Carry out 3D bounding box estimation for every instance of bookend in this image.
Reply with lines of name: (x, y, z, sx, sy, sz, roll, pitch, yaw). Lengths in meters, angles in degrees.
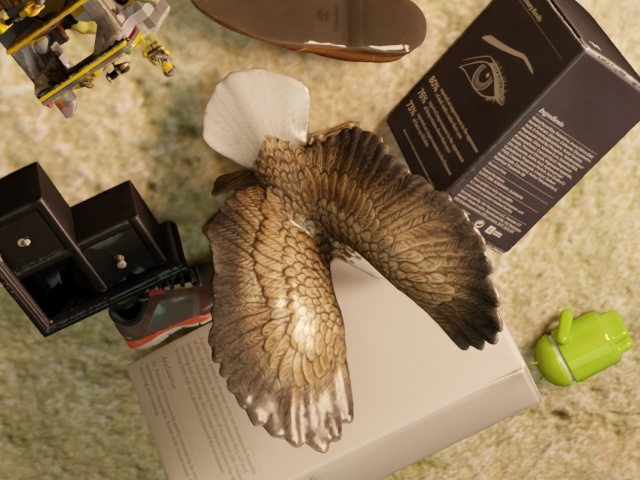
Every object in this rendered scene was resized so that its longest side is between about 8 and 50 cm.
bookend: (-0.231, -0.010, 1.267, 0.157, 0.072, 0.156, -25, 131, 3)

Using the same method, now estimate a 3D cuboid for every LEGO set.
LEGO set: (-0.125, -0.175, 0.800, 0.331, 0.255, 0.192, -34, 110, 10)

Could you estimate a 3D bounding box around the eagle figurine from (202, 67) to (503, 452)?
eagle figurine: (0.010, 0.002, 1.200, 0.225, 0.298, 0.226, 3, 128, -18)

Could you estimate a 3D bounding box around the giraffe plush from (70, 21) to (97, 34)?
giraffe plush: (-0.213, -0.267, 1.009, 0.171, 0.210, 0.181, 23, 89, -4)

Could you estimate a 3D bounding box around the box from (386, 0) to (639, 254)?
box: (0.181, -0.120, 1.247, 0.108, 0.153, 0.207, 28, 117, -34)

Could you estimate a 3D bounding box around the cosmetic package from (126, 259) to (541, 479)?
cosmetic package: (0.015, 0.145, 1.367, 0.366, 0.197, 0.155, -25, 155, 5)

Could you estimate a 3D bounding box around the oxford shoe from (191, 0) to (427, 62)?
oxford shoe: (-0.019, -0.192, 1.188, 0.212, 0.076, 0.076, 13, 164, -14)

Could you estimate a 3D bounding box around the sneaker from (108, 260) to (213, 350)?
sneaker: (-0.146, 0.053, 1.356, 0.158, 0.061, 0.065, -33, 124, 10)

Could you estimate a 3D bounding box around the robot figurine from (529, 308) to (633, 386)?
robot figurine: (0.297, 0.125, 1.543, 0.115, 0.067, 0.101, -28, 139, 7)
